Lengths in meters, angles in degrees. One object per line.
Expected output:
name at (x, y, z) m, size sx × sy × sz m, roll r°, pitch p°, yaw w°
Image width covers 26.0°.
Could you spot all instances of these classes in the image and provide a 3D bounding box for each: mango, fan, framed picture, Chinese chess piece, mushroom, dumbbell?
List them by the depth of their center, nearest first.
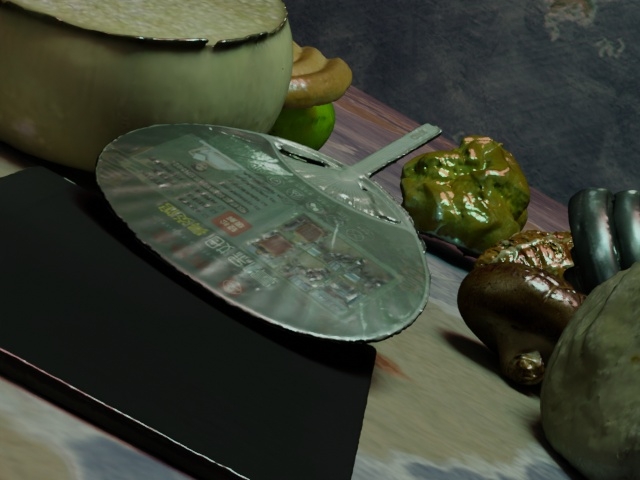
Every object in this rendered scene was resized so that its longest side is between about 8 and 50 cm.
framed picture at (-0.091, 0.039, 0.733) m, size 0.255 × 0.014 × 0.339 m, roll 28°, pitch 10°, yaw 0°
fan at (0.007, -0.012, 0.890) m, size 0.294 × 0.012 × 0.223 m, roll -3°, pitch 39°, yaw -31°
Chinese chess piece at (-0.153, -0.150, 1.032) m, size 0.270 × 0.112 × 0.270 m, roll 13°, pitch 27°, yaw -7°
mushroom at (0.165, 0.064, 1.070) m, size 0.126 × 0.085 × 0.109 m, roll 35°, pitch 9°, yaw -1°
dumbbell at (0.373, -0.001, 1.107) m, size 0.179 × 0.406 × 0.179 m, roll 53°, pitch 27°, yaw -43°
mango at (-0.054, -0.131, 1.419) m, size 0.125 × 0.111 × 0.233 m, roll 35°, pitch 16°, yaw 5°

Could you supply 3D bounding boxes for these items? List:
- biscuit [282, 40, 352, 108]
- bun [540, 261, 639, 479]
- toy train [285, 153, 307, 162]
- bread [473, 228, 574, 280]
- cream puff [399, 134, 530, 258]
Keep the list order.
biscuit at (-0.088, -0.171, 1.295) m, size 0.224 × 0.033 × 0.144 m, roll 18°, pitch 28°, yaw 8°
bun at (0.299, 0.094, 0.925) m, size 0.281 × 0.205 × 0.281 m, roll 27°, pitch 8°, yaw -4°
toy train at (0.000, 0.000, 1.000) m, size 0.125 × 0.081 × 0.194 m, roll 37°, pitch 11°, yaw 2°
bread at (0.259, 0.038, 1.375) m, size 0.233 × 0.076 × 0.105 m, roll 23°, pitch 12°, yaw -23°
cream puff at (0.160, -0.048, 1.491) m, size 0.156 × 0.156 × 0.121 m, roll 23°, pitch -20°, yaw -24°
